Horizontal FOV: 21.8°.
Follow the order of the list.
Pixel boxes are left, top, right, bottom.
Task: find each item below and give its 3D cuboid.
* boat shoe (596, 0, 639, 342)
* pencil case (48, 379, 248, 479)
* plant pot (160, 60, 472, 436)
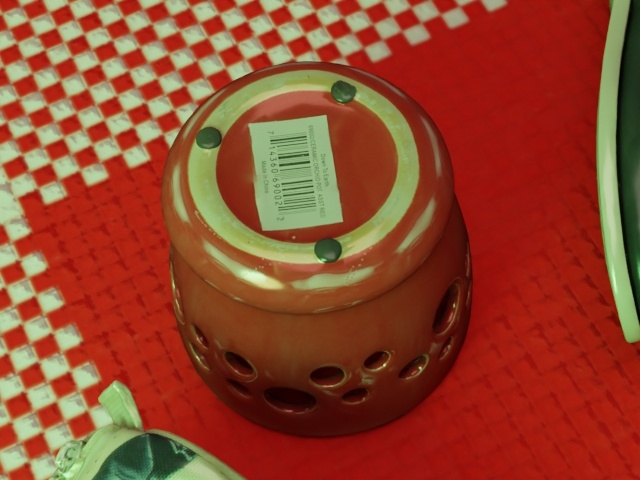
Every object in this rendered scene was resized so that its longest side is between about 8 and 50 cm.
[{"bbox_3d":[0.241,-0.088,1.064,0.113,0.127,0.340,-2,49,17],"label":"boat shoe"},{"bbox_3d":[-0.176,0.276,0.856,0.183,0.160,0.410,42,69,6],"label":"pencil case"},{"bbox_3d":[0.000,0.000,1.004,0.191,0.174,0.191,-1,59,1],"label":"plant pot"}]
